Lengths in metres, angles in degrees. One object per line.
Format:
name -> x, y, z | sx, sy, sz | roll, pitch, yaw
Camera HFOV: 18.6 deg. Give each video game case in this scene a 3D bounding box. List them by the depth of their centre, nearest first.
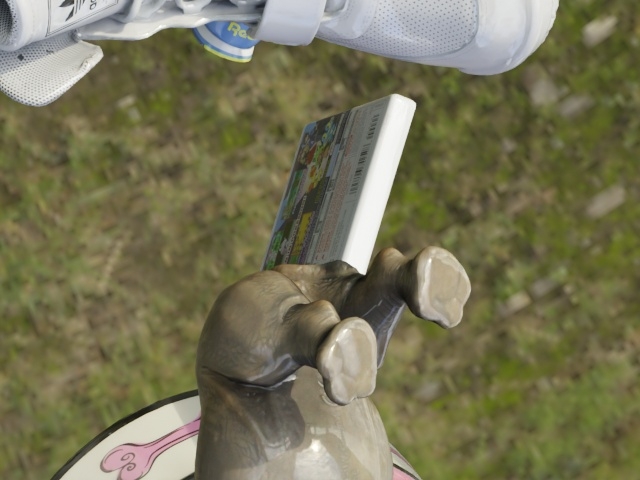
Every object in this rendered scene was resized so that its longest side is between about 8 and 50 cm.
video game case -> 0.000, 0.000, 1.431 | 0.023, 0.201, 0.183 | 20, 170, -18

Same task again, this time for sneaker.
sneaker -> -0.064, -0.147, 1.074 | 0.210, 0.365, 0.137 | -56, 165, -45
sneaker -> -0.068, -0.183, 1.248 | 0.053, 0.144, 0.059 | -4, 145, -45

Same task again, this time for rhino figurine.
rhino figurine -> -0.008, 0.121, 0.699 | 0.073, 0.106, 0.243 | 6, 88, -35

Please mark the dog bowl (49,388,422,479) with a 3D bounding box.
dog bowl -> -0.044, 0.321, 1.469 | 0.408, 0.150, 0.408 | -5, 101, -28
